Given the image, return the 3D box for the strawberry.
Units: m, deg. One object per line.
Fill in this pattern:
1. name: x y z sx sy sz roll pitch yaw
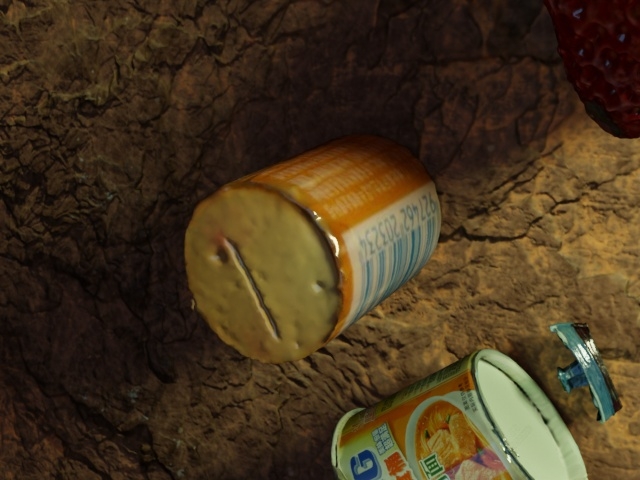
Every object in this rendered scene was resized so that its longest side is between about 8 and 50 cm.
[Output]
1. strawberry: 0.329 -0.261 0.904 0.310 0.291 0.292 -36 84 43

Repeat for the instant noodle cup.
1. instant noodle cup: 0.187 0.285 1.162 0.214 0.296 0.296 -39 82 23

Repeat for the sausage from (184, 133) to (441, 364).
1. sausage: 0.000 0.000 1.175 0.233 0.287 0.233 11 114 27

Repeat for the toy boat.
1. toy boat: 0.329 0.165 1.158 0.060 0.060 0.137 -23 95 12
